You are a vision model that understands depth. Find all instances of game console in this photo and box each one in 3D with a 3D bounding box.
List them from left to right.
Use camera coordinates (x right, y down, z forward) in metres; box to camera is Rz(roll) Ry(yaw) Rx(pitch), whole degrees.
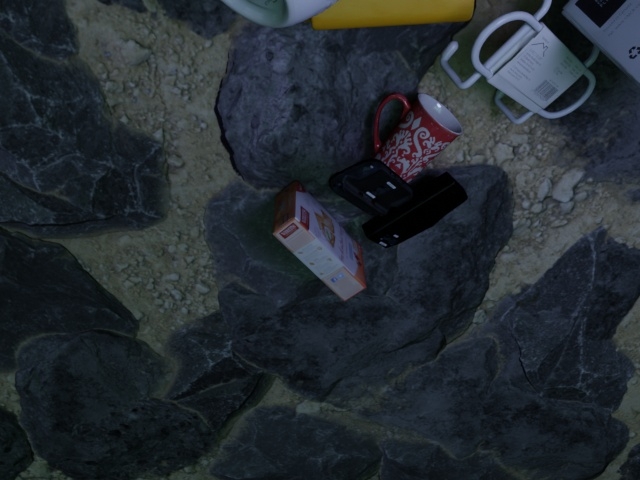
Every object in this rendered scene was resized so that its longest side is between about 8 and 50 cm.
[{"bbox_3d":[0.151,-0.085,1.194,0.213,0.044,0.361,-33,152,19],"label":"game console"}]

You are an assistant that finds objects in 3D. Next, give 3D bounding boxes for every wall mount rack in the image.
[{"bbox_3d":[0.380,-0.356,1.026,0.350,0.130,0.304,14,132,-45],"label":"wall mount rack"}]

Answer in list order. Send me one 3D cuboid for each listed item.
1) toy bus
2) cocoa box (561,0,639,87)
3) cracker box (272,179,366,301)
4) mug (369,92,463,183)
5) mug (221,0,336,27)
[{"bbox_3d":[0.080,-0.422,1.015,0.333,0.130,0.108,-3,124,1],"label":"toy bus"},{"bbox_3d":[0.582,-0.365,0.846,0.228,0.231,0.347,13,131,-35],"label":"cocoa box"},{"bbox_3d":[0.000,0.000,1.287,0.067,0.155,0.232,-35,118,21],"label":"cracker box"},{"bbox_3d":[0.171,-0.202,1.199,0.150,0.113,0.169,52,123,18],"label":"mug"},{"bbox_3d":[-0.048,-0.475,0.848,0.276,0.374,0.328,40,76,-34],"label":"mug"}]
